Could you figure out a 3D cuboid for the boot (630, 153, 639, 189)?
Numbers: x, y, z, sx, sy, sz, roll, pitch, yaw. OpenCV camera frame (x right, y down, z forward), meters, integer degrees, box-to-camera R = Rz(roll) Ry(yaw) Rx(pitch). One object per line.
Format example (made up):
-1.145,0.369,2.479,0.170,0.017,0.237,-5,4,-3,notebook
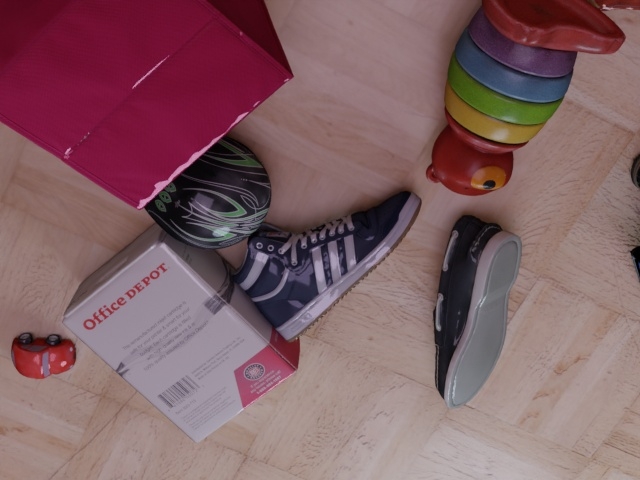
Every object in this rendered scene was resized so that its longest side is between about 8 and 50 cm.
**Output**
0.546,-0.070,1.375,0.237,0.178,0.085,-3,112,4,boot

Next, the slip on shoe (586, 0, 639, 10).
0.486,-0.325,1.300,0.332,0.123,0.101,3,139,0,slip on shoe

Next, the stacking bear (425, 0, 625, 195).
0.231,-0.181,1.346,0.176,0.164,0.289,1,130,-25,stacking bear

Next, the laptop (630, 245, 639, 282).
0.558,0.036,1.417,0.234,0.264,0.136,-22,92,11,laptop

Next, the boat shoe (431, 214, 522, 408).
0.214,0.105,1.524,0.114,0.091,0.302,-12,125,-43,boat shoe

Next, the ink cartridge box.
-0.198,0.126,1.525,0.207,0.117,0.283,-37,110,18,ink cartridge box

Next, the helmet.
-0.150,-0.066,1.416,0.162,0.169,0.169,31,114,5,helmet

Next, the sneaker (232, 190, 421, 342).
0.000,0.000,1.471,0.153,0.099,0.282,44,102,-7,sneaker

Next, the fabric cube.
-0.227,-0.246,1.234,0.258,0.254,0.259,-39,131,18,fabric cube

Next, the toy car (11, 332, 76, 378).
-0.525,0.196,1.603,0.239,0.053,0.225,32,112,-13,toy car
